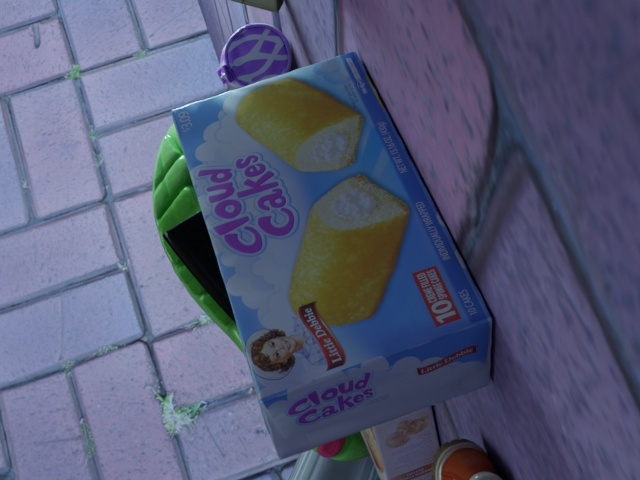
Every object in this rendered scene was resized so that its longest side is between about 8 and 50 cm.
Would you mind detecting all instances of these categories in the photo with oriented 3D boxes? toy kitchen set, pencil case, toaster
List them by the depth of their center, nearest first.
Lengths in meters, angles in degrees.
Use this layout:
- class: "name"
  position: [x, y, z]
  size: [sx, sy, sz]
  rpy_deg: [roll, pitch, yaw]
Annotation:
- class: "toy kitchen set"
  position: [-0.067, -0.293, 1.089]
  size: [0.068, 0.075, 0.083]
  rpy_deg: [86, -155, -60]
- class: "pencil case"
  position: [-0.088, -0.230, 1.230]
  size: [0.206, 0.088, 0.086]
  rpy_deg: [-141, 31, -80]
- class: "toaster"
  position: [0.032, 0.318, 1.400]
  size: [0.227, 0.129, 0.146]
  rpy_deg: [76, -146, -77]

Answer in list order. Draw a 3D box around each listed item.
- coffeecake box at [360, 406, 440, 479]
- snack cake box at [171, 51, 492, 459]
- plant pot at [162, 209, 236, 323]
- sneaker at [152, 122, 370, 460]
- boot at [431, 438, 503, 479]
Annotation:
- class: "coffeecake box"
  position: [0.070, 0.166, 1.025]
  size: [0.142, 0.068, 0.185]
  rpy_deg: [-116, 8, -53]
- class: "snack cake box"
  position: [0.000, 0.000, 0.685]
  size: [0.089, 0.152, 0.264]
  rpy_deg: [78, 171, -53]
- class: "plant pot"
  position: [-0.020, 0.017, 0.903]
  size: [0.167, 0.188, 0.187]
  rpy_deg: [60, 175, -2]
- class: "sneaker"
  position: [-0.063, 0.053, 1.226]
  size: [0.483, 0.185, 0.202]
  rpy_deg: [64, 180, -3]
- class: "boot"
  position: [0.126, 0.233, 0.715]
  size: [0.084, 0.059, 0.158]
  rpy_deg: [-169, 62, -79]
